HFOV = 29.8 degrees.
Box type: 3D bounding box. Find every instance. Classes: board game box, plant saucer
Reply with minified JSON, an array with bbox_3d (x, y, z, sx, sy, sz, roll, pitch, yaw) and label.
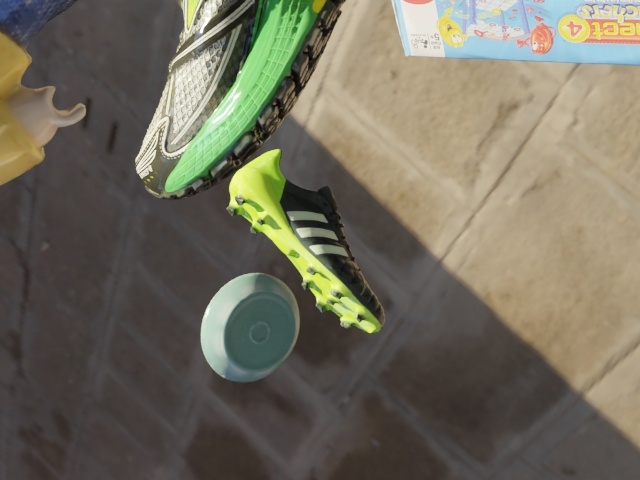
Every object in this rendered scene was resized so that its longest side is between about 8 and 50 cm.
[{"bbox_3d":[0.258,-0.278,1.077,0.308,0.302,0.086,7,135,26],"label":"board game box"},{"bbox_3d":[-0.068,0.094,1.266,0.021,0.119,0.119,17,140,56],"label":"plant saucer"}]

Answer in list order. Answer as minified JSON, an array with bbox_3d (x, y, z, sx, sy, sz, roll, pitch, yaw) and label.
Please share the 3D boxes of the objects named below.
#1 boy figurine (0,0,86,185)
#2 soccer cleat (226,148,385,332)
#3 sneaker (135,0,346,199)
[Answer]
[{"bbox_3d":[-0.194,-0.083,0.510,0.177,0.285,0.092,43,174,-18],"label":"boy figurine"},{"bbox_3d":[0.000,0.000,1.007,0.179,0.072,0.060,48,154,-5],"label":"soccer cleat"},{"bbox_3d":[-0.052,-0.187,0.831,0.146,0.134,0.343,25,103,2],"label":"sneaker"}]
